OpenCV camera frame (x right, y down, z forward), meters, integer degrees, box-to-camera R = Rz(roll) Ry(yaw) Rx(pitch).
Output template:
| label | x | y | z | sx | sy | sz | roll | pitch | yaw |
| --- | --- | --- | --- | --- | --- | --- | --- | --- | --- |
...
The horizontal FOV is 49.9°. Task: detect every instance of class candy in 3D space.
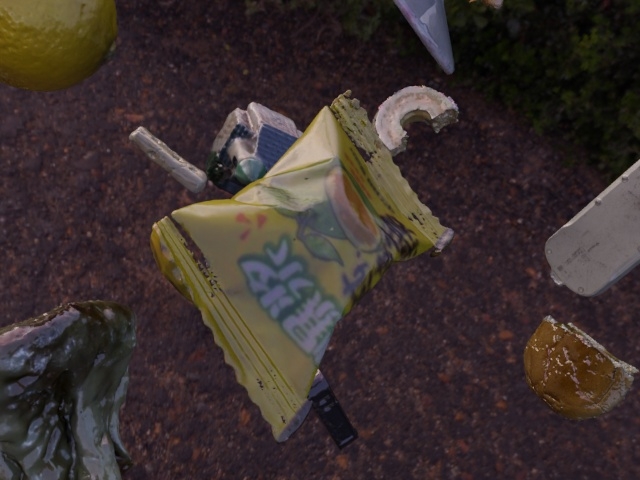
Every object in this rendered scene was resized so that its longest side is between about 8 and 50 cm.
| label | x | y | z | sx | sy | sz | roll | pitch | yaw |
| --- | --- | --- | --- | --- | --- | --- | --- | --- | --- |
| candy | 0.000 | 0.000 | 0.574 | 0.187 | 0.081 | 0.297 | 54 | 44 | -6 |

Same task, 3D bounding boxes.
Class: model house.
| label | x | y | z | sx | sy | sz | roll | pitch | yaw |
| --- | --- | --- | --- | --- | --- | --- | --- | --- | --- |
| model house | -0.103 | -0.148 | 1.677 | 0.298 | 0.243 | 0.284 | 20 | 24 | -31 |

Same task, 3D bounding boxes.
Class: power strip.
| label | x | y | z | sx | sy | sz | roll | pitch | yaw |
| --- | --- | --- | --- | --- | --- | --- | --- | --- | --- |
| power strip | 0.329 | -0.029 | 0.708 | 0.029 | 0.227 | 0.080 | 3 | 47 | -50 |

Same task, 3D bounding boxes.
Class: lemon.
| label | x | y | z | sx | sy | sz | roll | pitch | yaw |
| --- | --- | --- | --- | --- | --- | --- | --- | --- | --- |
| lemon | -0.476 | -0.382 | 1.123 | 0.293 | 0.293 | 0.293 | 8 | 55 | -12 |

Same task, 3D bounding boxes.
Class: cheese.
| label | x | y | z | sx | sy | sz | roll | pitch | yaw |
| --- | --- | --- | --- | --- | --- | --- | --- | --- | --- |
| cheese | -0.332 | -0.175 | 1.503 | 0.194 | 0.043 | 0.065 | 39 | 25 | -6 |

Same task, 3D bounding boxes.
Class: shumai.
| label | x | y | z | sx | sy | sz | roll | pitch | yaw |
| --- | --- | --- | --- | --- | --- | --- | --- | --- | --- |
| shumai | -0.435 | 0.281 | 1.064 | 0.397 | 0.324 | 0.323 | -12 | 85 | -67 |

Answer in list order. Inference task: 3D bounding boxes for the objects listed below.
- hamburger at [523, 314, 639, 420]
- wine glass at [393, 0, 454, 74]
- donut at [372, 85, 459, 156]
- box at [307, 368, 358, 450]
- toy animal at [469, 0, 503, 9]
| label | x | y | z | sx | sy | sz | roll | pitch | yaw |
| --- | --- | --- | --- | --- | --- | --- | --- | --- | --- |
| hamburger | 0.632 | 0.333 | 1.744 | 0.132 | 0.211 | 0.309 | 18 | 13 | -32 |
| wine glass | 0.123 | -0.213 | 0.425 | 0.196 | 0.165 | 0.165 | -34 | 64 | 15 |
| donut | 0.165 | -0.225 | 1.286 | 0.166 | 0.065 | 0.108 | -33 | 64 | -2 |
| box | -0.042 | 0.274 | 1.474 | 0.058 | 0.211 | 0.350 | -31 | 35 | -9 |
| toy animal | 0.264 | -0.399 | 1.053 | 0.060 | 0.083 | 0.081 | -27 | 86 | -17 |
